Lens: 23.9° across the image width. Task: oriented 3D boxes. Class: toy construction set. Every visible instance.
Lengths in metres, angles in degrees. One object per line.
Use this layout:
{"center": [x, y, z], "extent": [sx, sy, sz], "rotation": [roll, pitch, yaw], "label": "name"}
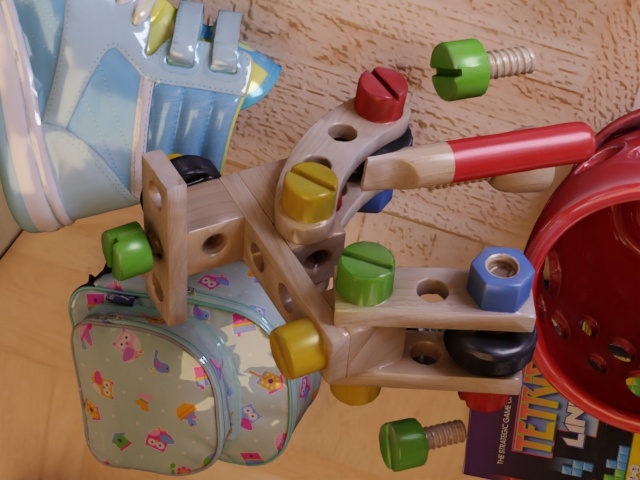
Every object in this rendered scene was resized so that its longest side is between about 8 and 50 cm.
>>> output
{"center": [0.000, 0.000, 0.945], "extent": [0.237, 0.257, 0.309], "rotation": [-10, 161, -21], "label": "toy construction set"}

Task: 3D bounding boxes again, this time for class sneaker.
{"center": [-0.139, -0.173, 1.073], "extent": [0.208, 0.127, 0.318], "rotation": [-7, 105, 1], "label": "sneaker"}

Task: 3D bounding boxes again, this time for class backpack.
{"center": [-0.098, 0.099, 1.191], "extent": [0.189, 0.144, 0.165], "rotation": [1, 113, 13], "label": "backpack"}

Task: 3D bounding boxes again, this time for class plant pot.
{"center": [0.236, 0.008, 1.016], "extent": [0.191, 0.174, 0.191], "rotation": [7, 121, 12], "label": "plant pot"}

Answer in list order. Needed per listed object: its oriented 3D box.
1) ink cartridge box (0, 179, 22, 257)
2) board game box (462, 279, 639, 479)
{"center": [-0.349, -0.065, 1.222], "extent": [0.239, 0.060, 0.275], "rotation": [39, 122, -8], "label": "ink cartridge box"}
{"center": [0.189, 0.116, 1.168], "extent": [0.141, 0.048, 0.170], "rotation": [9, 121, 11], "label": "board game box"}
